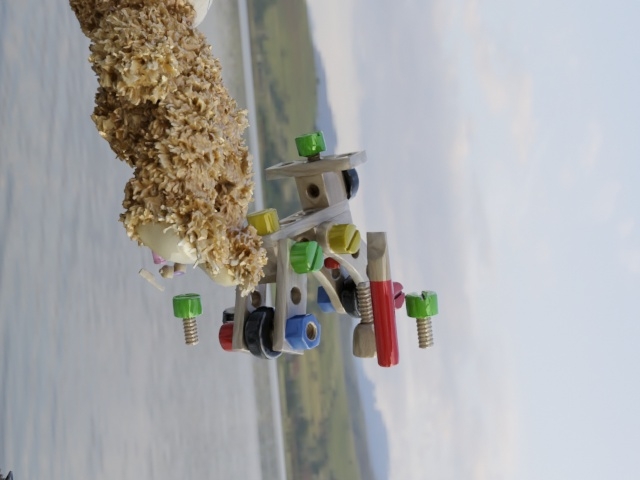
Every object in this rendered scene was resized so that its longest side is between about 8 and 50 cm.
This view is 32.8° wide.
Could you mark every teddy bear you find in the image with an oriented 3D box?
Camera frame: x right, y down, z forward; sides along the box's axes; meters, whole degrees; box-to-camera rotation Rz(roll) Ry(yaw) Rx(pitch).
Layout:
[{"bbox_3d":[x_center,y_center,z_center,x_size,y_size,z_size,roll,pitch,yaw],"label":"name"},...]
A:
[{"bbox_3d":[-0.114,-0.115,0.899,0.245,0.113,0.338,45,26,-50],"label":"teddy bear"}]

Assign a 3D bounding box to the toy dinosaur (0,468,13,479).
[{"bbox_3d":[-0.275,0.165,0.599,0.200,0.127,0.295,56,31,-6],"label":"toy dinosaur"}]

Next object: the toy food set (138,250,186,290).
[{"bbox_3d":[-0.214,0.013,1.608,0.078,0.019,0.122,45,70,-43],"label":"toy food set"}]

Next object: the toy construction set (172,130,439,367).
[{"bbox_3d":[0.000,0.000,1.223,0.309,0.257,0.237,8,-74,59],"label":"toy construction set"}]
